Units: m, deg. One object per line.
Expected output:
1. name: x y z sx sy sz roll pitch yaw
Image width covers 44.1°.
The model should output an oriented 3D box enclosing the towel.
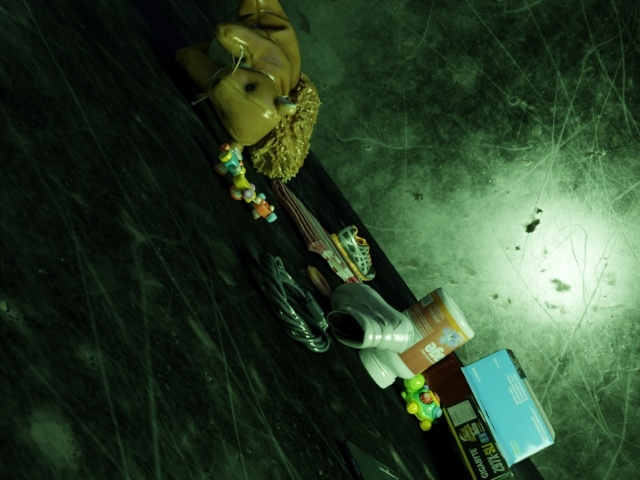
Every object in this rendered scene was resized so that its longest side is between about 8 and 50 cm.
1. towel: 0.000 0.000 1.999 0.237 0.037 0.329 58 6 36

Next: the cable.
1. cable: -0.051 0.100 1.260 0.185 0.047 0.150 57 13 -2

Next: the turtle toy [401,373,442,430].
1. turtle toy: 0.217 0.342 1.706 0.130 0.066 0.095 53 8 -9

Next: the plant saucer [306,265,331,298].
1. plant saucer: -0.001 0.087 1.688 0.083 0.013 0.083 53 9 -12

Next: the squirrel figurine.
1. squirrel figurine: -0.126 -0.322 1.794 0.397 0.281 0.370 46 18 -36

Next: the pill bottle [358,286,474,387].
1. pill bottle: 0.190 0.201 1.591 0.121 0.216 0.121 52 9 -11

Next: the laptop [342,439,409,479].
1. laptop: 0.180 0.379 1.073 0.234 0.136 0.264 46 11 -49

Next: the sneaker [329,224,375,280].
1. sneaker: 0.112 0.039 2.320 0.215 0.083 0.084 50 7 -40

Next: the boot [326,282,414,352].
1. boot: 0.062 0.142 1.545 0.123 0.095 0.258 8 10 -33

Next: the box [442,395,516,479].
1. box: 0.374 0.524 1.643 0.322 0.079 0.257 63 2 -24

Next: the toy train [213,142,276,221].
1. toy train: -0.150 -0.105 1.516 0.166 0.046 0.125 59 7 11

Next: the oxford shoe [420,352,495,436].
1. oxford shoe: 0.337 0.390 2.031 0.364 0.130 0.132 60 -11 -21

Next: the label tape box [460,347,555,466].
1. label tape box: 0.450 0.384 1.862 0.241 0.105 0.333 65 12 15
